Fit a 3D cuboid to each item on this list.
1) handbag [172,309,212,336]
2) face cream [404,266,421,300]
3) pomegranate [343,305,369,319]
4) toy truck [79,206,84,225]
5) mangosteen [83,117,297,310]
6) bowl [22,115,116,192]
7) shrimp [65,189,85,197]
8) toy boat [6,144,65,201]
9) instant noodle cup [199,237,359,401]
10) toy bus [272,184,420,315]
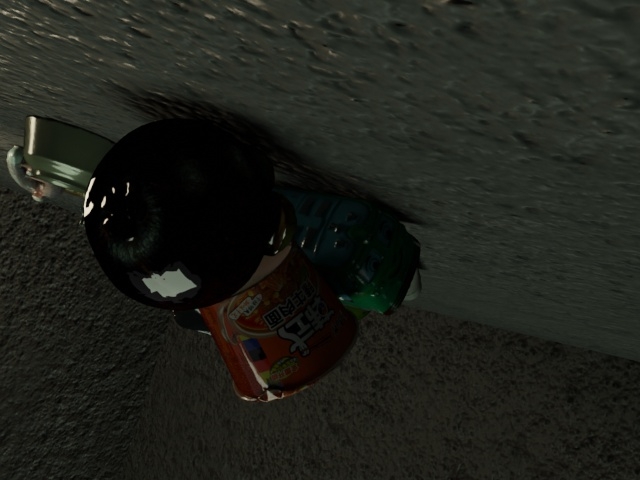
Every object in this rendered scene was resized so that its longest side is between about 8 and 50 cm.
[{"bbox_3d":[-0.187,0.142,1.631,0.275,0.177,0.302,28,160,-4],"label":"handbag"},{"bbox_3d":[0.207,0.081,1.908,0.143,0.089,0.314,14,165,22],"label":"face cream"},{"bbox_3d":[0.022,0.080,1.703,0.271,0.254,0.254,34,164,-31],"label":"pomegranate"},{"bbox_3d":[-0.361,-0.024,1.601,0.338,0.132,0.184,22,178,-15],"label":"toy truck"},{"bbox_3d":[-0.202,-0.037,1.097,0.301,0.300,0.300,16,173,2],"label":"mangosteen"},{"bbox_3d":[-0.520,-0.167,1.485,0.212,0.112,0.211,18,173,2],"label":"bowl"},{"bbox_3d":[-0.786,-0.183,2.205,0.253,0.058,0.173,24,177,-43],"label":"shrimp"},{"bbox_3d":[-0.783,-0.172,1.983,0.155,0.085,0.227,15,160,-5],"label":"toy boat"},{"bbox_3d":[-0.087,0.121,1.222,0.250,0.250,0.192,6,131,55],"label":"instant noodle cup"},{"bbox_3d":[-0.004,0.004,1.382,0.344,0.183,0.199,11,158,32],"label":"toy bus"}]
